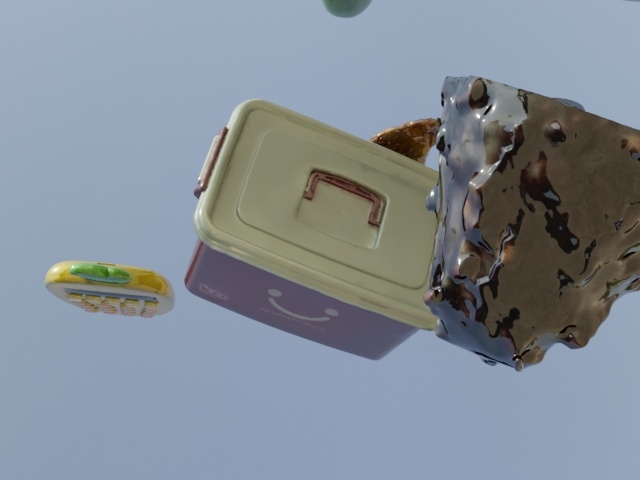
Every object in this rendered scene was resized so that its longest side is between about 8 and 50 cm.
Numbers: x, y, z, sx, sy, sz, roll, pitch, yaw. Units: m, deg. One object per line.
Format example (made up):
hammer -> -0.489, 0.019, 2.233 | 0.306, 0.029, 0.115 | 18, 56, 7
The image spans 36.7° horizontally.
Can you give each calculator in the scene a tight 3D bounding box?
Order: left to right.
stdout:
calculator -> -0.243, 0.057, 1.126 | 0.146, 0.235, 0.032 | 6, -106, -5

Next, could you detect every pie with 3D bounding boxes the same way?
pie -> 0.080, -0.077, 1.117 | 0.088, 0.191, 0.033 | 11, -138, -4

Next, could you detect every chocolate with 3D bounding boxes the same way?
chocolate -> 0.105, 0.000, 0.494 | 0.156, 0.156, 0.133 | 20, -84, -36

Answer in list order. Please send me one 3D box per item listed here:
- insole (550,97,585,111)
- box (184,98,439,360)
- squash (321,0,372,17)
insole -> 0.324, -0.157, 1.290 | 0.253, 0.086, 0.005 | 11, -113, -57
box -> 0.000, 0.000, 1.041 | 0.294, 0.167, 0.193 | 22, -121, -8
squash -> 0.045, -0.442, 1.332 | 0.107, 0.395, 0.107 | 1, -120, -2
